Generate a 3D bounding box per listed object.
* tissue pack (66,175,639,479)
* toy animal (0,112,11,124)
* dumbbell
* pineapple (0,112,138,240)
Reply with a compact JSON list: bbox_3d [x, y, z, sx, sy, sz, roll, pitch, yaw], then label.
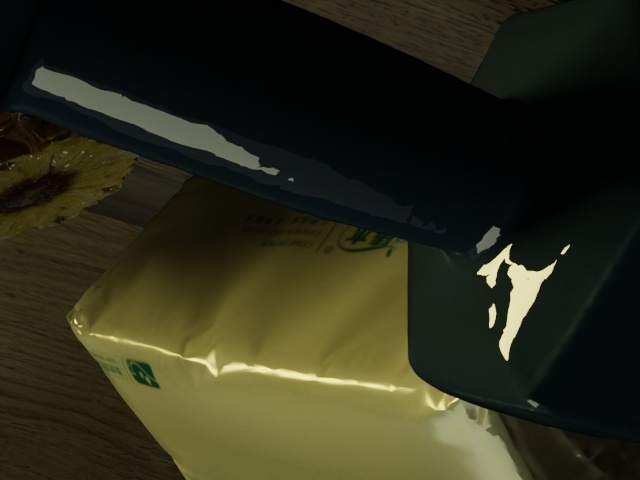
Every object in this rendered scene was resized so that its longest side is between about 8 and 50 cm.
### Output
[{"bbox_3d":[0.064,0.104,0.845,0.380,0.207,0.297,2,135,46],"label":"tissue pack"},{"bbox_3d":[-0.346,-0.086,1.045,0.198,0.171,0.171,10,180,-31],"label":"toy animal"},{"bbox_3d":[-0.014,-0.042,0.390,0.325,0.160,0.144,18,-156,-24],"label":"dumbbell"},{"bbox_3d":[-0.214,-0.049,0.939,0.221,0.047,0.221,-28,172,-4],"label":"pineapple"}]
